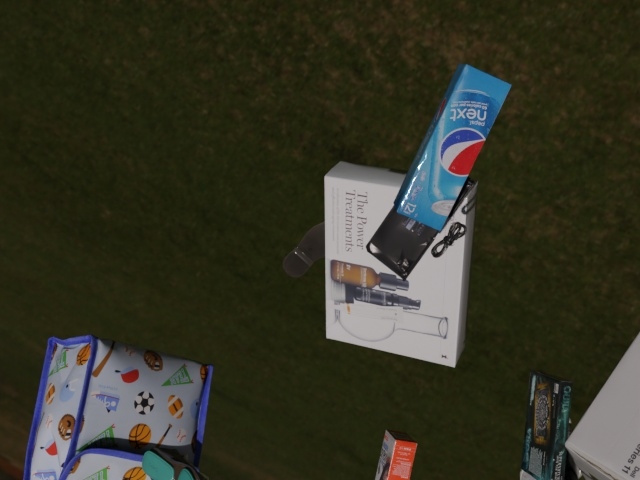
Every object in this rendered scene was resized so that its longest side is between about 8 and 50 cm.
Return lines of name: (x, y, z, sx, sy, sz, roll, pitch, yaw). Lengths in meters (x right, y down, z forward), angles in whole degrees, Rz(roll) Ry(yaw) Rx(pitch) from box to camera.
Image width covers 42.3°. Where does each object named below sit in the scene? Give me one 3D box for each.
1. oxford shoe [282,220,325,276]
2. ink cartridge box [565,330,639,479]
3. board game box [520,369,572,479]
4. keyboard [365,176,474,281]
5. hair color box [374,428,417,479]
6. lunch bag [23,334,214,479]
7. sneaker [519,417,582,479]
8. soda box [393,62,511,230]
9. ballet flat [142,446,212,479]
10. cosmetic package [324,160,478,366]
oxford shoe: (0.000, 0.000, 1.826, 0.076, 0.076, 0.212, 49, 128, -7)
ink cartridge box: (0.339, 0.198, 0.840, 0.087, 0.153, 0.208, 31, 168, 36)
board game box: (0.400, 0.331, 1.467, 0.026, 0.186, 0.126, 6, 180, -9)
keyboard: (0.153, -0.025, 1.194, 0.108, 0.180, 0.023, 39, -157, 14)
hair color box: (0.157, 0.505, 1.792, 0.053, 0.167, 0.093, 11, 179, -9)
lunch bag: (-0.422, 0.418, 1.736, 0.328, 0.385, 0.239, 23, 157, -39)
sneaker: (0.457, 0.464, 1.630, 0.086, 0.132, 0.228, 1, 115, -4)
soda box: (0.171, -0.124, 1.091, 0.067, 0.210, 0.071, 23, -167, -4)
ballet flat: (-0.208, 0.379, 1.296, 0.203, 0.074, 0.074, 20, 159, 51)
cosmetic package: (0.154, 0.048, 1.645, 0.284, 0.097, 0.377, 9, 119, 20)
